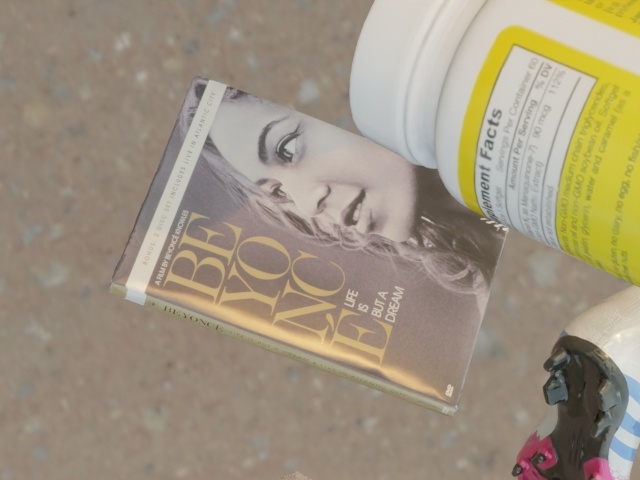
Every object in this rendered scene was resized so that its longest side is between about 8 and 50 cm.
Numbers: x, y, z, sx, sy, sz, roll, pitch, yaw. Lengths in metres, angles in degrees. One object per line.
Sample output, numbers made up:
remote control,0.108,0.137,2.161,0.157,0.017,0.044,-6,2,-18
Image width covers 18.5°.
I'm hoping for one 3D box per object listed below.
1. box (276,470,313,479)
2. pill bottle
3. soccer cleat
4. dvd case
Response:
box,0.013,0.324,1.621,0.142,0.247,0.163,-21,126,-43
pill bottle,0.124,-0.050,0.832,0.119,0.208,0.119,-41,146,-37
soccer cleat,0.267,0.163,1.814,0.143,0.116,0.331,-38,155,-26
dvd case,0.000,0.000,1.215,0.221,0.164,0.018,20,148,-1
